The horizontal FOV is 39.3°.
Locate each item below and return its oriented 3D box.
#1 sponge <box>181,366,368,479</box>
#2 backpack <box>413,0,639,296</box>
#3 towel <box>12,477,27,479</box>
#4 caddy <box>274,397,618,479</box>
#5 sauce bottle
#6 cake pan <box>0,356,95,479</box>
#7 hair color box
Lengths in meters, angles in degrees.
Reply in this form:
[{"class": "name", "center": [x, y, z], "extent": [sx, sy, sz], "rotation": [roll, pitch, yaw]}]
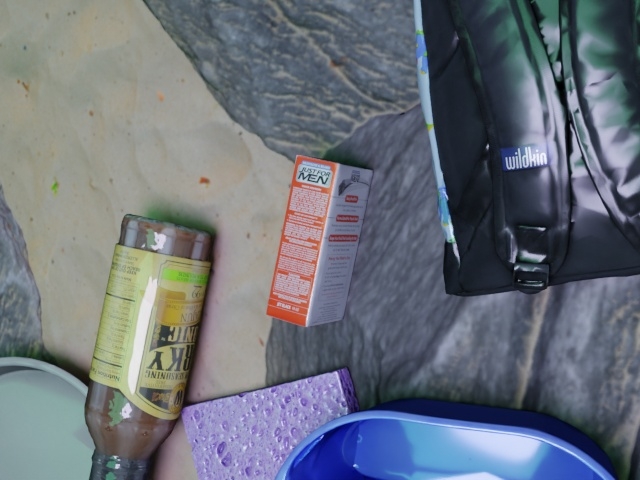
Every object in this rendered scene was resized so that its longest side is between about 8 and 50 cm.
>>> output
[{"class": "sponge", "center": [-0.050, 0.219, 0.991], "extent": [0.210, 0.031, 0.117], "rotation": [-17, 83, 25]}, {"class": "backpack", "center": [0.211, -0.165, 0.763], "extent": [0.290, 0.273, 0.355], "rotation": [-14, 106, 27]}, {"class": "towel", "center": [-0.480, 0.434, 1.187], "extent": [0.324, 0.056, 0.312], "rotation": [-21, 81, 24]}, {"class": "caddy", "center": [0.120, 0.273, 0.811], "extent": [0.342, 0.179, 0.241], "rotation": [3, 91, 19]}, {"class": "sauce bottle", "center": [-0.202, 0.147, 1.007], "extent": [0.112, 0.111, 0.344], "rotation": [11, 91, 25]}, {"class": "cake pan", "center": [-0.364, 0.287, 1.096], "extent": [0.293, 0.054, 0.293], "rotation": [-1, 87, 11]}, {"class": "hair color box", "center": [0.000, 0.000, 0.932], "extent": [0.053, 0.093, 0.167], "rotation": [15, 96, 25]}]
